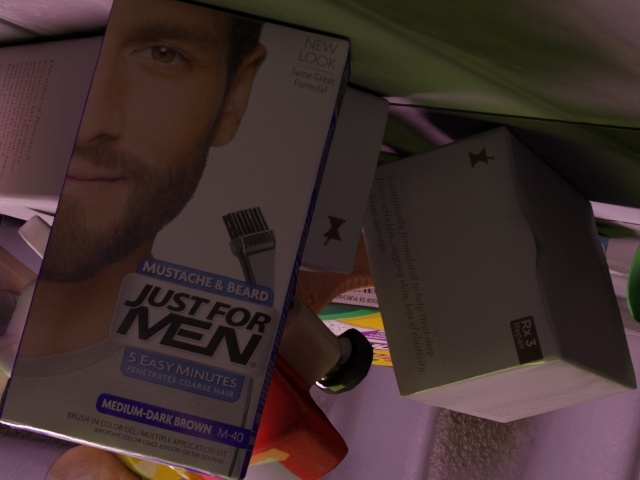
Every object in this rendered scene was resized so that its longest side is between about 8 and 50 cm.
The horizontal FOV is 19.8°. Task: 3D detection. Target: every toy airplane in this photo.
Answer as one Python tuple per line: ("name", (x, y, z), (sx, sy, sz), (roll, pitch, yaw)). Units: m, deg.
("toy airplane", (-0.168, 0.133, 1.611), (0.386, 0.272, 0.384), (30, 165, 4))

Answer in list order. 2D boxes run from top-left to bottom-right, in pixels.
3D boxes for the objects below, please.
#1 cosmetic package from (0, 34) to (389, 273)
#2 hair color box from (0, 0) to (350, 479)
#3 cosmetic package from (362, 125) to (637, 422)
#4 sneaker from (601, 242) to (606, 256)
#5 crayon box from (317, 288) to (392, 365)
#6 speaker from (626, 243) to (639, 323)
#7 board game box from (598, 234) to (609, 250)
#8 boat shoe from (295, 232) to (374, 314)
("cosmetic package", (-0.159, -0.082, 1.701), (0.230, 0.161, 0.453), (16, 175, -31))
("hair color box", (-0.105, -0.003, 1.387), (0.185, 0.339, 0.110), (14, 172, 2))
("cosmetic package", (0.175, 0.046, 1.736), (0.156, 0.217, 0.385), (-16, 164, 18))
("sneaker", (0.219, -0.013, 2.052), (0.237, 0.085, 0.086), (23, 137, -27))
("crayon box", (0.049, 0.071, 2.160), (0.363, 0.106, 0.313), (8, 164, -34))
("speaker", (0.474, 0.069, 1.906), (0.296, 0.131, 0.131), (15, 175, -19))
("board game box", (0.213, -0.014, 2.194), (0.211, 0.039, 0.160), (16, 175, -25))
("boat shoe", (0.000, 0.000, 1.865), (0.110, 0.121, 0.341), (7, -157, 43))
